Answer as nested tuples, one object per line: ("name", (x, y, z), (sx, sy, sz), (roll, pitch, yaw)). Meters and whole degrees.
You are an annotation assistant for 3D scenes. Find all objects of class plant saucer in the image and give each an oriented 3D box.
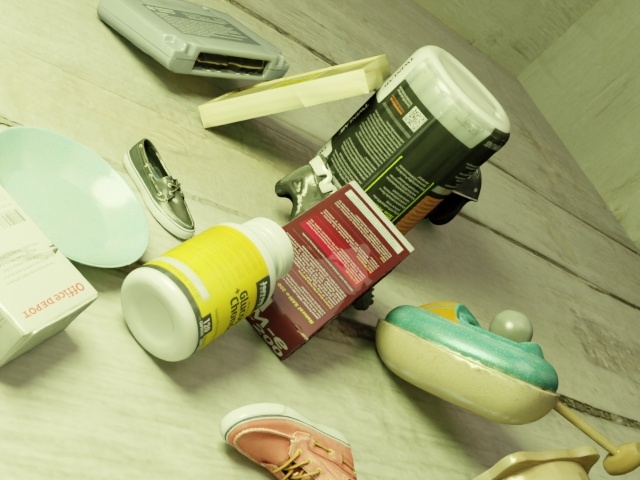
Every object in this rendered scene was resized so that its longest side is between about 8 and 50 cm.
("plant saucer", (-0.273, -0.038, 0.907), (0.195, 0.037, 0.195), (35, 28, -22))

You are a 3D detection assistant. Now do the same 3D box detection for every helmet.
("helmet", (0.226, -0.119, 1.651), (0.169, 0.161, 0.169), (36, 27, -22))

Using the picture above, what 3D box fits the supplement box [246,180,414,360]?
("supplement box", (-0.001, 0.033, 1.089), (0.130, 0.073, 0.239), (49, 47, 6))

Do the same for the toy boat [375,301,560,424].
("toy boat", (0.224, 0.155, 1.207), (0.267, 0.148, 0.318), (21, -1, 27))

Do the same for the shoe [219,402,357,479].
("shoe", (-0.023, 0.226, 0.873), (0.178, 0.063, 0.081), (29, 25, -41))

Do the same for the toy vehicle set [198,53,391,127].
("toy vehicle set", (-0.036, -0.231, 1.315), (0.166, 0.267, 0.035), (-49, 127, -64))

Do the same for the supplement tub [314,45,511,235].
("supplement tub", (0.120, -0.128, 1.320), (0.193, 0.316, 0.193), (37, 26, -21))

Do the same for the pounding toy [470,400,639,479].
("pounding toy", (0.302, 0.323, 1.161), (0.269, 0.154, 0.155), (4, 45, -29))

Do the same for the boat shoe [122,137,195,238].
("boat shoe", (-0.196, -0.066, 1.061), (0.142, 0.040, 0.049), (53, 26, 14))

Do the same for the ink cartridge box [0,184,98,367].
("ink cartridge box", (-0.289, 0.028, 0.754), (0.150, 0.063, 0.109), (48, 25, 2))

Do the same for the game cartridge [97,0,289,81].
("game cartridge", (-0.202, -0.327, 1.361), (0.196, 0.060, 0.294), (43, 26, 22))

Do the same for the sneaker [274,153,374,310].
("sneaker", (0.000, 0.000, 1.233), (0.078, 0.106, 0.234), (116, -47, -85))

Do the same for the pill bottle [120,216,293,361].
("pill bottle", (-0.112, 0.043, 0.904), (0.103, 0.103, 0.184), (50, 45, 7))
